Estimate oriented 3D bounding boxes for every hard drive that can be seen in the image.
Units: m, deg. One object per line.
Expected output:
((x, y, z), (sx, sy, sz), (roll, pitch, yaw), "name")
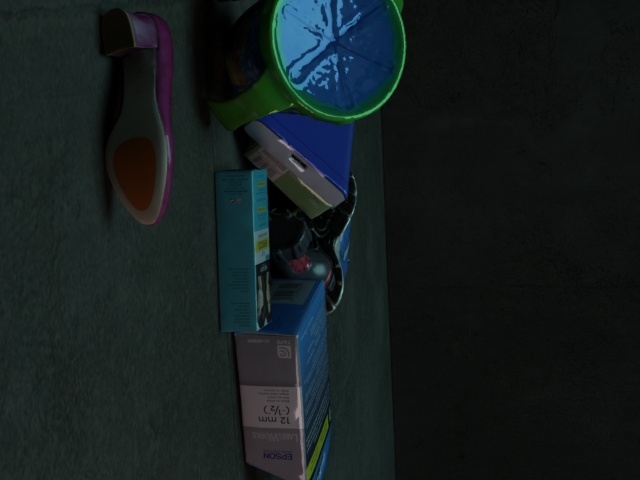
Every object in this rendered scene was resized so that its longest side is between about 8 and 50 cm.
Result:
((-0.026, -0.225, 1.883), (0.210, 0.040, 0.318), (40, 32, -24), "hard drive")

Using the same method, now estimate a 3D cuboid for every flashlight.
((-0.038, 0.029, 1.966), (0.103, 0.103, 0.304), (-63, 166, -14), "flashlight")

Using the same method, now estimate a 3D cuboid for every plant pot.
((-0.071, -0.060, 1.922), (0.079, 0.083, 0.083), (98, -2, -60), "plant pot")

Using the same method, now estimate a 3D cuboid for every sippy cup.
((-0.028, -0.285, 1.638), (0.224, 0.305, 0.240), (1, -86, 59), "sippy cup")

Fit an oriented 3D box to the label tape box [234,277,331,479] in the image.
((-0.056, 0.268, 1.867), (0.249, 0.115, 0.347), (-61, 152, -69), "label tape box")

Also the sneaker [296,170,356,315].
((0.000, 0.000, 2.220), (0.147, 0.130, 0.330), (93, 6, -76), "sneaker")

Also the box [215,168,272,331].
((-0.117, 0.013, 1.678), (0.100, 0.060, 0.244), (-27, 116, -78), "box")

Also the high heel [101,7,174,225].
((-0.191, -0.139, 1.237), (0.117, 0.082, 0.244), (-5, 82, -70), "high heel")

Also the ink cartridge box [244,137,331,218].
((-0.038, -0.168, 1.906), (0.171, 0.056, 0.235), (43, 34, -21), "ink cartridge box")
